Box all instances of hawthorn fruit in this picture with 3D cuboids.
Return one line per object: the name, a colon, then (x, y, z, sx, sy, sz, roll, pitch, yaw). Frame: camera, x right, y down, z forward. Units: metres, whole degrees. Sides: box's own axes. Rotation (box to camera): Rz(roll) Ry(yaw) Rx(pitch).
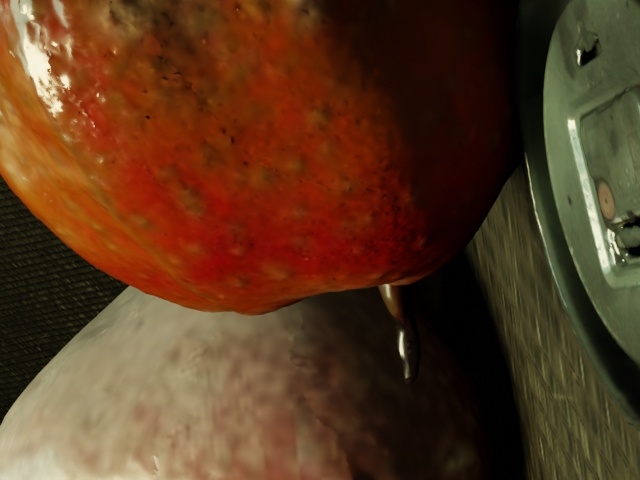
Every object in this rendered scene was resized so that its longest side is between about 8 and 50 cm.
hawthorn fruit: (-0.021, -0.058, 0.482, 0.254, 0.254, 0.300, -133, 22, -76)

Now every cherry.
cherry: (-0.044, 0.122, 0.752, 0.326, 0.334, 0.291, -75, -33, -49)

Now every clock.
clock: (0.113, -0.022, 0.337, 0.184, 0.040, 0.185, 168, 90, -83)
